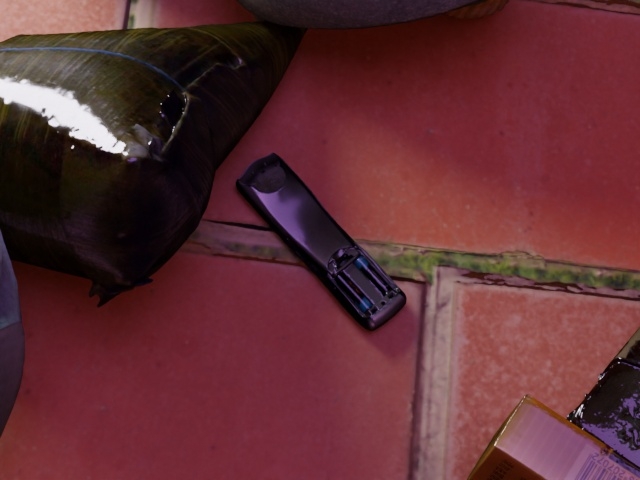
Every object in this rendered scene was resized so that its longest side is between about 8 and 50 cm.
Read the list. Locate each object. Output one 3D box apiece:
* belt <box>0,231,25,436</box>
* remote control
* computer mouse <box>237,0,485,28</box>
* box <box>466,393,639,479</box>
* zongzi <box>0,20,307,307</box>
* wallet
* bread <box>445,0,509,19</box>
[{"bbox_3d":[-0.397,0.084,1.598,0.260,0.122,0.325,14,103,11],"label":"belt"},{"bbox_3d":[0.000,0.000,1.791,0.059,0.028,0.212,-40,79,-17],"label":"remote control"},{"bbox_3d":[0.066,-0.309,1.733,0.374,0.114,0.203,-15,101,15],"label":"computer mouse"},{"bbox_3d":[0.260,0.249,1.661,0.237,0.152,0.070,35,69,7],"label":"box"},{"bbox_3d":[-0.255,-0.144,1.773,0.403,0.208,0.432,12,38,18],"label":"zongzi"},{"bbox_3d":[0.356,0.135,1.779,0.122,0.031,0.232,40,71,7],"label":"wallet"},{"bbox_3d":[0.109,-0.341,1.872,0.250,0.133,0.179,25,69,-3],"label":"bread"}]
